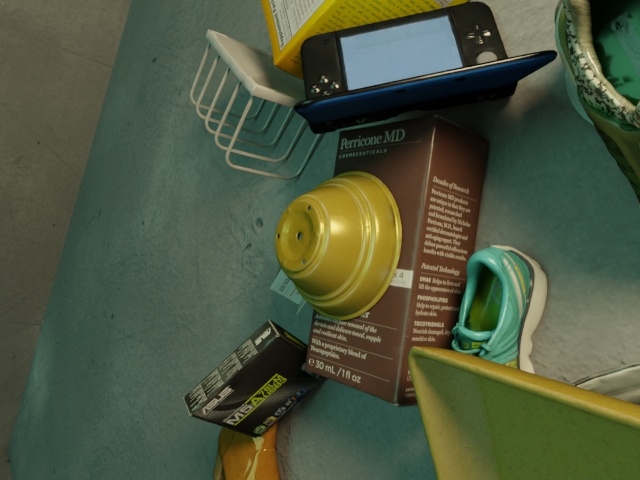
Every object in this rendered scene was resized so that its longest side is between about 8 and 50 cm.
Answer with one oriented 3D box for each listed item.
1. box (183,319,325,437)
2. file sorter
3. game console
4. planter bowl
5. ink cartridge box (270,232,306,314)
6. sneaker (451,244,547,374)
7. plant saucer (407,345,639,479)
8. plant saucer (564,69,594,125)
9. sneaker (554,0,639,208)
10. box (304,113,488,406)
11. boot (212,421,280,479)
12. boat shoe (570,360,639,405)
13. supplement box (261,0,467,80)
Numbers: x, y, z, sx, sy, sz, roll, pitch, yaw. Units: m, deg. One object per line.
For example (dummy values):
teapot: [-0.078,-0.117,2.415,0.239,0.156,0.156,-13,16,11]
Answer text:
box: [-0.097,0.239,0.837,0.191,0.184,0.045,-42,49,1]
file sorter: [-0.138,-0.281,1.044,0.173,0.193,0.277,-59,45,27]
game console: [0.111,-0.250,0.655,0.294,0.173,0.249,-9,66,6]
planter bowl: [0.000,0.000,0.691,0.217,0.091,0.216,-13,73,47]
ink cartridge box: [-0.029,0.036,0.870,0.104,0.062,0.181,-57,7,23]
sneaker: [0.200,0.141,0.623,0.107,0.110,0.274,4,85,49]
plant saucer: [0.255,0.262,0.463,0.333,0.081,0.332,6,115,55]
plant saucer: [0.378,-0.207,0.552,0.195,0.038,0.194,-12,74,47]
sneaker: [0.321,-0.087,0.440,0.158,0.182,0.410,-39,74,41]
box: [0.110,0.027,0.733,0.191,0.143,0.380,3,82,49]
boot: [-0.112,0.415,0.923,0.295,0.104,0.211,27,102,52]
boat shoe: [0.362,0.132,0.404,0.119,0.121,0.335,49,129,-5]
supplement box: [0.087,-0.432,0.815,0.357,0.195,0.194,-33,58,39]
